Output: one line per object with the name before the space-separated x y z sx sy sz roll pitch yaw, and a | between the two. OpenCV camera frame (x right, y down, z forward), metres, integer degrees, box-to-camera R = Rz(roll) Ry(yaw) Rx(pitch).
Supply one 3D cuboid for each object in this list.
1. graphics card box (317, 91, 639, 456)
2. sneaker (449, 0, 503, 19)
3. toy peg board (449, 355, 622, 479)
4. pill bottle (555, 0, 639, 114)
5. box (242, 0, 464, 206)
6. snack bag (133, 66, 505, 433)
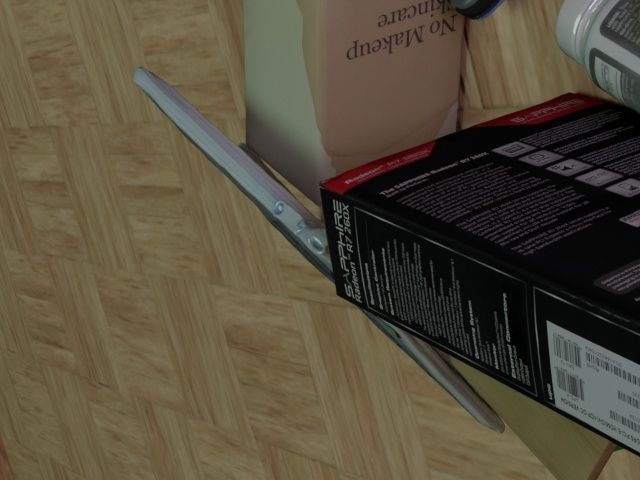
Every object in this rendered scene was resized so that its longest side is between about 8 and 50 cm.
graphics card box | 0.194 0.011 0.942 0.371 0.232 0.094 24 128 54
sneaker | 0.108 -0.242 1.090 0.067 0.078 0.188 47 147 37
toy peg board | 0.200 0.077 1.174 0.161 0.079 0.161 48 131 34
pill bottle | 0.217 -0.117 0.978 0.137 0.078 0.078 43 144 41
box | 0.026 -0.197 1.204 0.121 0.148 0.311 42 144 42
snack bag | 0.000 0.000 1.322 0.323 0.037 0.342 43 178 44
